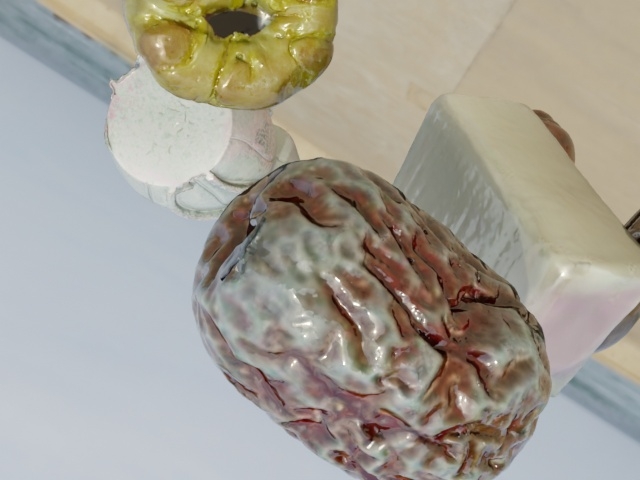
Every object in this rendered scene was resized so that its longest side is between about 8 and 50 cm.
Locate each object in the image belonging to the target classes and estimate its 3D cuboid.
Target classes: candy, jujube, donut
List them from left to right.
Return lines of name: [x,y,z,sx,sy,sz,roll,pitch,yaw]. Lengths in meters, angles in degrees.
donut: [-0.112,-0.269,1.162,0.261,0.208,0.128,7,-167,-24]
jujube: [0.041,0.074,0.783,0.317,0.226,0.226,37,178,-26]
candy: [0.216,-0.006,1.123,0.145,0.208,0.358,11,-145,-26]

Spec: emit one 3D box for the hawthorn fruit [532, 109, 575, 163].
hawthorn fruit: [0.356,-0.118,1.784,0.210,0.262,0.210,12,-153,-6]

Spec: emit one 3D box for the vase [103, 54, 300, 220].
vase: [-0.163,-0.140,1.499,0.250,0.250,0.445,32,-179,13]

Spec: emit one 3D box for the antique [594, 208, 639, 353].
antique: [0.358,0.049,1.121,0.121,0.143,0.257,42,140,-13]
